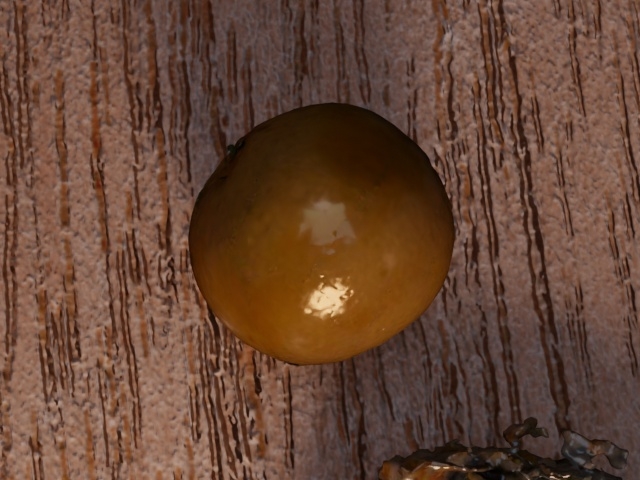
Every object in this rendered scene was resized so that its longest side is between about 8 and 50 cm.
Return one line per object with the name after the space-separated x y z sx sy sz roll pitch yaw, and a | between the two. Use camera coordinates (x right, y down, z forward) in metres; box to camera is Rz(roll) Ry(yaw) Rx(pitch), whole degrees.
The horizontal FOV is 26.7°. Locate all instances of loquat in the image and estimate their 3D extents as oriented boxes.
0.000 0.000 1.301 0.263 0.263 0.263 1 74 -2 | loquat

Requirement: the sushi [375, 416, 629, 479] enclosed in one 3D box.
0.186 0.365 1.254 0.417 0.176 0.418 -1 68 3 | sushi
